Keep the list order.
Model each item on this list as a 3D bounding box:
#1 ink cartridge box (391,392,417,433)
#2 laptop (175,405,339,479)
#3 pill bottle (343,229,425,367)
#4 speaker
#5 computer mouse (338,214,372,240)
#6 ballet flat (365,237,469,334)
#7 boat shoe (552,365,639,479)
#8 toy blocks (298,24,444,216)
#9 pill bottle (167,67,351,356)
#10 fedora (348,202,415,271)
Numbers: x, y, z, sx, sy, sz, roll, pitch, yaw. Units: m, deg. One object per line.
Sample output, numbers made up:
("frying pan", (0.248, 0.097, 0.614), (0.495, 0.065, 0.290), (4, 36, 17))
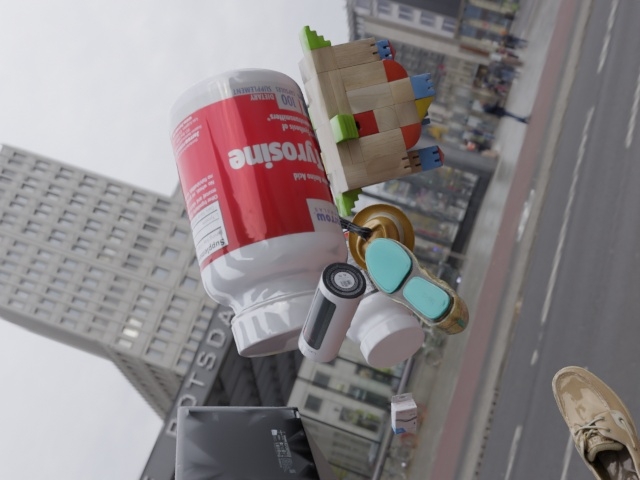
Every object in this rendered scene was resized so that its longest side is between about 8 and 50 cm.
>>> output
("ink cartridge box", (0.175, 0.363, 1.517), (0.028, 0.048, 0.083), (-115, 19, -59))
("laptop", (-0.084, 0.516, 1.427), (0.382, 0.407, 0.237), (-130, 44, -74))
("pill bottle", (0.131, 0.156, 2.002), (0.210, 0.210, 0.363), (100, 151, -45))
("speaker", (0.013, 0.089, 0.872), (0.136, 0.055, 0.055), (109, -175, -46))
("computer mouse", (0.000, 0.000, 1.346), (0.193, 0.106, 0.042), (-32, -38, -38))
("ballet flat", (0.220, 0.109, 1.660), (0.348, 0.123, 0.123), (43, 124, 54))
("boat shoe", (0.571, 0.398, 1.444), (0.121, 0.341, 0.110), (-42, -35, 21))
("toy blocks", (0.122, -0.268, 1.503), (0.190, 0.260, 0.382), (169, 85, -73))
("pill bottle", (-0.089, -0.039, 1.126), (0.229, 0.229, 0.408), (79, 175, -74))
("fedora", (0.148, 0.003, 1.861), (0.079, 0.194, 0.194), (-33, -40, -67))
